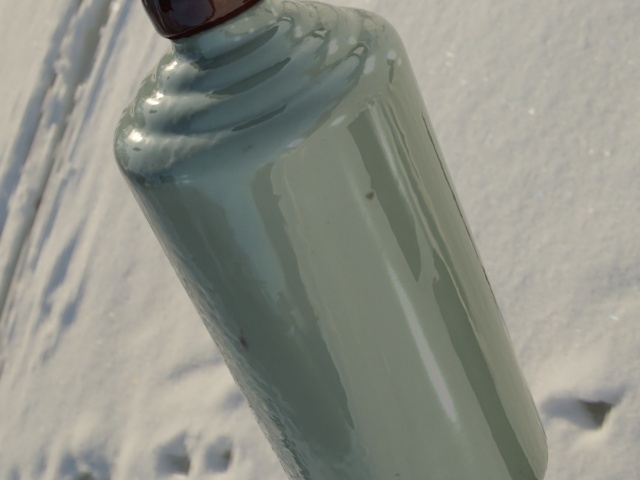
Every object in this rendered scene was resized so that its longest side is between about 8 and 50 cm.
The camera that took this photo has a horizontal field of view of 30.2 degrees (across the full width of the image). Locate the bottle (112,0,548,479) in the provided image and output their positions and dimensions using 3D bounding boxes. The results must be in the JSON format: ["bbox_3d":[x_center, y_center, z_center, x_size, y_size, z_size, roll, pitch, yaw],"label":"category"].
[{"bbox_3d":[0.000,0.000,0.415,0.104,0.245,0.104,-18,30,11],"label":"bottle"}]
